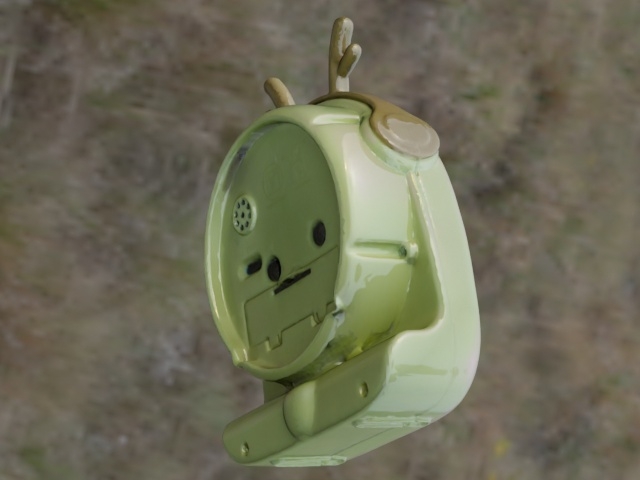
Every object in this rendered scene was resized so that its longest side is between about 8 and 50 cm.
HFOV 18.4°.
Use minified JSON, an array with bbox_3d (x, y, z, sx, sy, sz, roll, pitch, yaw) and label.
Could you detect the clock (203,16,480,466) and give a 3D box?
[{"bbox_3d":[0.000,0.000,1.433,0.096,0.235,0.308,4,68,-32],"label":"clock"}]
